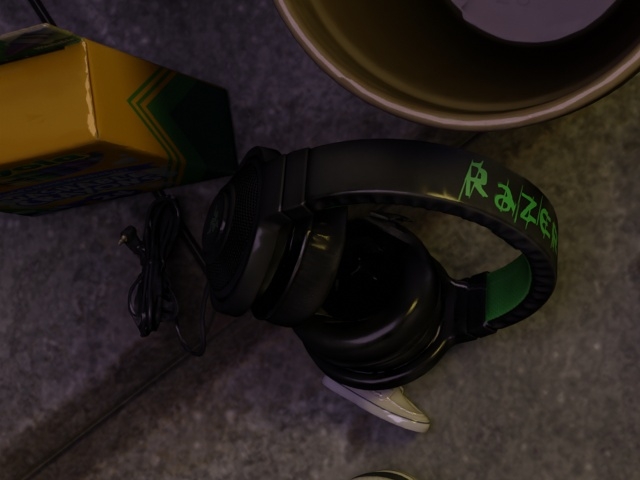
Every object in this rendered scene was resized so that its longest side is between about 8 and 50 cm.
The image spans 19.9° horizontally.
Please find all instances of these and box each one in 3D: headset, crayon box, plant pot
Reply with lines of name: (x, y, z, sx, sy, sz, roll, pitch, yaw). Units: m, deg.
headset: (0.000, 0.000, 1.432, 0.394, 0.243, 0.185, -18, 54, 35)
crayon box: (-0.222, -0.085, 1.450, 0.203, 0.323, 0.083, -11, 82, 19)
plant pot: (0.138, -0.241, 1.344, 0.323, 0.280, 0.323, 1, 93, 14)

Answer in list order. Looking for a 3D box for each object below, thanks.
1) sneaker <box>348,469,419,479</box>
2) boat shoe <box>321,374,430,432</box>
sneaker: (0.113, 0.313, 1.406, 0.321, 0.127, 0.126, 45, 99, 16)
boat shoe: (0.049, 0.123, 1.491, 0.100, 0.035, 0.035, 28, 98, 26)
